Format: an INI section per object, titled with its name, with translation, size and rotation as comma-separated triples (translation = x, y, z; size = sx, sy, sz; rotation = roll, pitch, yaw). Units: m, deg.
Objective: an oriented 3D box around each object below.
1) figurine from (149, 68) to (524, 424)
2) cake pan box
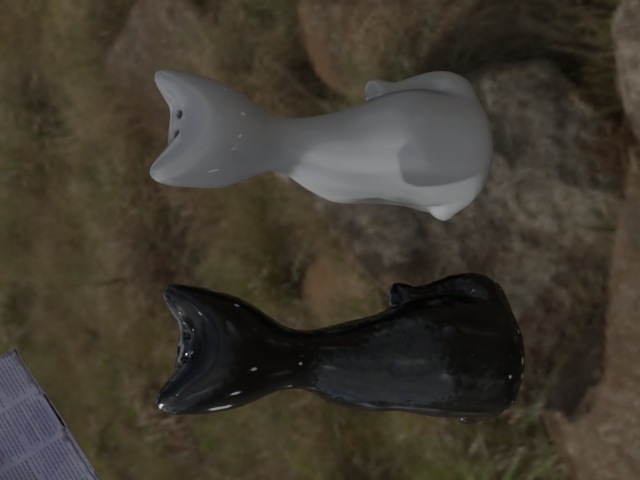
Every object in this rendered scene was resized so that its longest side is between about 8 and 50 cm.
[figurine]
translation = 0.000, 0.000, 0.790
size = 0.092, 0.209, 0.215
rotation = 142, 126, -60
[cake pan box]
translation = -0.378, 0.270, 1.473
size = 0.267, 0.245, 0.070
rotation = 43, 164, 44
